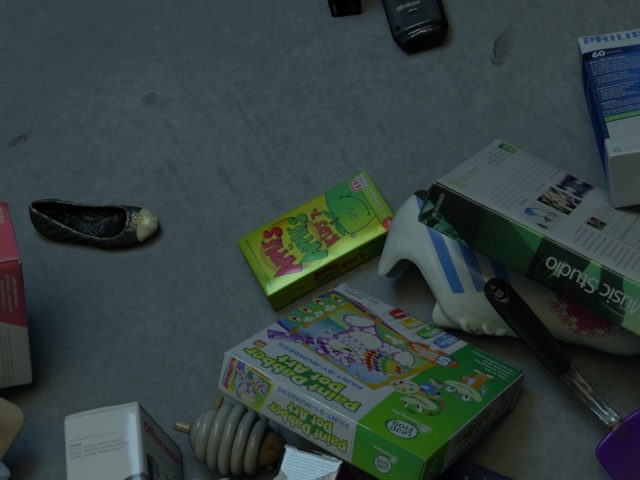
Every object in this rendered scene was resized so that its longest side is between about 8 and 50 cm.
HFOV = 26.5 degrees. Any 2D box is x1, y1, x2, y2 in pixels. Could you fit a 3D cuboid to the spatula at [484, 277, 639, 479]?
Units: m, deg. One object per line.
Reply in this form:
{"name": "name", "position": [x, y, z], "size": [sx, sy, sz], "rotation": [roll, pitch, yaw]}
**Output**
{"name": "spatula", "position": [0.278, 0.156, 1.461], "size": [0.084, 0.030, 0.296], "rotation": [-41, 81, -3]}

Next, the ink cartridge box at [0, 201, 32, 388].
{"name": "ink cartridge box", "position": [-0.486, 0.083, 1.567], "size": [0.283, 0.207, 0.117], "rotation": [-9, 43, -17]}

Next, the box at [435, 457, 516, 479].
{"name": "box", "position": [0.163, 0.312, 1.457], "size": [0.225, 0.036, 0.136], "rotation": [19, 67, 22]}

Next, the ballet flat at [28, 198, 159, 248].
{"name": "ballet flat", "position": [-0.289, -0.023, 1.729], "size": [0.173, 0.049, 0.057], "rotation": [2, 63, 13]}

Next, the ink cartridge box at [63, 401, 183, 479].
{"name": "ink cartridge box", "position": [-0.205, 0.305, 1.469], "size": [0.092, 0.158, 0.218], "rotation": [-15, 60, 6]}

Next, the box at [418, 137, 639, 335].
{"name": "box", "position": [0.290, 0.001, 1.478], "size": [0.322, 0.232, 0.058], "rotation": [27, 115, 16]}

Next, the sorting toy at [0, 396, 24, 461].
{"name": "sorting toy", "position": [-0.468, 0.240, 1.542], "size": [0.208, 0.193, 0.038], "rotation": [-58, 20, 3]}

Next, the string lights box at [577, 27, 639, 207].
{"name": "string lights box", "position": [0.383, -0.153, 1.582], "size": [0.133, 0.077, 0.260], "rotation": [-8, 37, 8]}

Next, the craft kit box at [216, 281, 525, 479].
{"name": "craft kit box", "position": [0.059, 0.151, 1.472], "size": [0.250, 0.061, 0.246], "rotation": [25, 31, 23]}

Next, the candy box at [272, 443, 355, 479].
{"name": "candy box", "position": [-0.026, 0.349, 1.406], "size": [0.071, 0.159, 0.233], "rotation": [12, 66, 19]}

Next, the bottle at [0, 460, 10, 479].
{"name": "bottle", "position": [-0.445, 0.357, 1.495], "size": [0.118, 0.092, 0.283], "rotation": [34, 90, 20]}

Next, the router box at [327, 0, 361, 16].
{"name": "router box", "position": [0.021, -0.403, 1.792], "size": [0.046, 0.179, 0.133], "rotation": [-4, 60, 7]}

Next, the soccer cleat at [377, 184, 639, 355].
{"name": "soccer cleat", "position": [0.214, 0.066, 1.550], "size": [0.331, 0.116, 0.143], "rotation": [32, 95, 23]}

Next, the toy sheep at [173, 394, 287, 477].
{"name": "toy sheep", "position": [-0.102, 0.223, 1.535], "size": [0.132, 0.091, 0.091], "rotation": [9, 64, 11]}

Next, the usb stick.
{"name": "usb stick", "position": [0.107, -0.375, 1.835], "size": [0.077, 0.045, 0.278], "rotation": [-15, 60, 3]}

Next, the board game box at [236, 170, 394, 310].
{"name": "board game box", "position": [0.000, 0.000, 1.656], "size": [0.181, 0.043, 0.092], "rotation": [-28, 60, -4]}

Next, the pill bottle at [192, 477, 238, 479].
{"name": "pill bottle", "position": [-0.088, 0.299, 1.499], "size": [0.120, 0.067, 0.067], "rotation": [11, 65, 17]}
